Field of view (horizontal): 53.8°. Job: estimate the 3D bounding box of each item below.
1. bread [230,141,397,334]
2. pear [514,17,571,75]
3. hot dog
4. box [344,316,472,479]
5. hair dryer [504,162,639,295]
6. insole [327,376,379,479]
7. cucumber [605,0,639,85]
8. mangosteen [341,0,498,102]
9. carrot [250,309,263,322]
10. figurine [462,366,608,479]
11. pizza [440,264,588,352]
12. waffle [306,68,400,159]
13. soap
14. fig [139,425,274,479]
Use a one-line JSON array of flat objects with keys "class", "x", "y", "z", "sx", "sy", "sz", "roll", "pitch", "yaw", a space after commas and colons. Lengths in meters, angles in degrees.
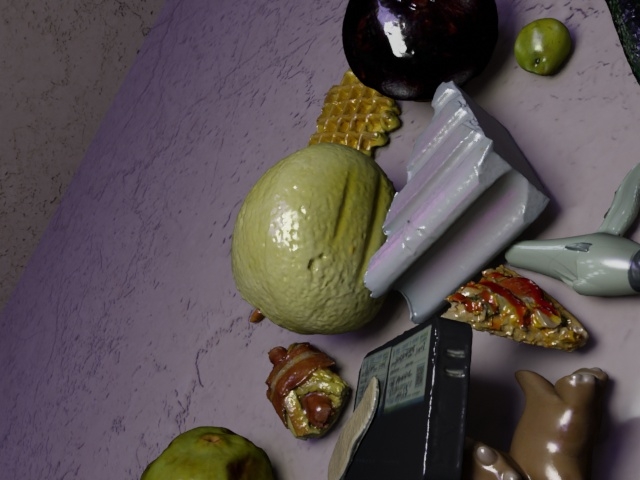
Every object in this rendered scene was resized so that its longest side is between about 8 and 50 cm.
[{"class": "bread", "x": 0.006, "y": -0.003, "z": 1.060, "sx": 0.237, "sy": 0.320, "sz": 0.321, "roll": -25, "pitch": 51, "yaw": 55}, {"class": "pear", "x": 0.363, "y": -0.317, "z": 1.031, "sx": 0.092, "sy": 0.092, "sz": 0.097, "roll": -29, "pitch": 49, "yaw": 34}, {"class": "hot dog", "x": -0.038, "y": 0.258, "z": 1.129, "sx": 0.213, "sy": 0.103, "sz": 0.146, "roll": 32, "pitch": 94, "yaw": 51}, {"class": "box", "x": 0.112, "y": 0.238, "z": 0.875, "sx": 0.350, "sy": 0.058, "sz": 0.211, "roll": 122, "pitch": 161, "yaw": -69}, {"class": "hair dryer", "x": 0.363, "y": -0.015, "z": 0.885, "sx": 0.218, "sy": 0.088, "sz": 0.225, "roll": -16, "pitch": 45, "yaw": 46}, {"class": "insole", "x": 0.047, "y": 0.303, "z": 0.979, "sx": 0.081, "sy": 0.011, "sz": 0.248, "roll": -86, "pitch": 12, "yaw": -53}, {"class": "cucumber", "x": 0.469, "y": -0.312, "z": 0.928, "sx": 0.067, "sy": 0.067, "sz": 0.245, "roll": -25, "pitch": 51, "yaw": 36}, {"class": "mangosteen", "x": 0.171, "y": -0.363, "z": 1.118, "sx": 0.287, "sy": 0.233, "sz": 0.287, "roll": -27, "pitch": 8, "yaw": 4}, {"class": "carrot", "x": -0.088, "y": 0.110, "z": 1.323, "sx": 0.190, "sy": 0.037, "sz": 0.037, "roll": -48, "pitch": 42, "yaw": 23}, {"class": "figurine", "x": 0.239, "y": 0.268, "z": 0.768, "sx": 0.172, "sy": 0.177, "sz": 0.247, "roll": 6, "pitch": 85, "yaw": 30}, {"class": "pizza", "x": 0.246, "y": 0.084, "z": 0.849, "sx": 0.188, "sy": 0.198, "sz": 0.062, "roll": 44, "pitch": 129, "yaw": 51}, {"class": "waffle", "x": 0.087, "y": -0.270, "z": 1.323, "sx": 0.219, "sy": 0.057, "sz": 0.229, "roll": 9, "pitch": 75, "yaw": 49}, {"class": "soap", "x": 0.190, "y": -0.064, "z": 1.013, "sx": 0.302, "sy": 0.158, "sz": 0.258, "roll": -48, "pitch": 29, "yaw": 28}, {"class": "fig", "x": -0.195, "y": 0.466, "z": 1.087, "sx": 0.239, "sy": 0.239, "sz": 0.271, "roll": 10, "pitch": 100, "yaw": 49}]
